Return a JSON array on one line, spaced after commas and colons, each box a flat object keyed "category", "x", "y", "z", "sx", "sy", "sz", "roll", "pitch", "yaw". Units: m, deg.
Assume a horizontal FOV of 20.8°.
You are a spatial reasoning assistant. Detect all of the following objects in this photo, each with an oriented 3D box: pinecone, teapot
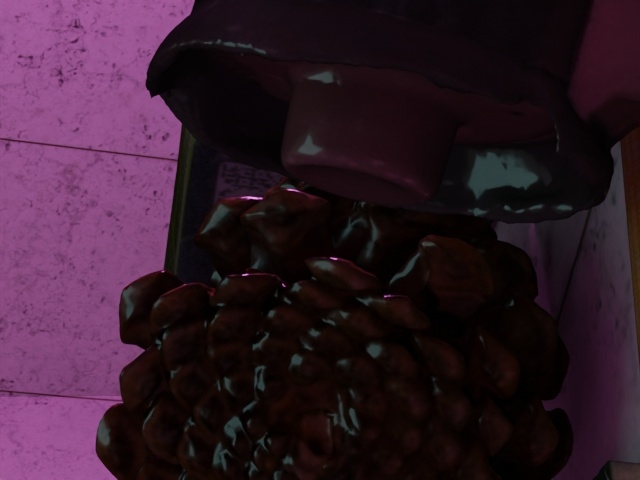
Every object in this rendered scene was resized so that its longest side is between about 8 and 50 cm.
[{"category": "pinecone", "x": 0.027, "y": 0.104, "z": 1.370, "sx": 0.384, "sy": 0.384, "sz": 0.384, "roll": 180, "pitch": 90, "yaw": -81}, {"category": "teapot", "x": 0.097, "y": -0.191, "z": 0.884, "sx": 0.305, "sy": 0.376, "sz": 0.362, "roll": 30, "pitch": -108, "yaw": -61}]

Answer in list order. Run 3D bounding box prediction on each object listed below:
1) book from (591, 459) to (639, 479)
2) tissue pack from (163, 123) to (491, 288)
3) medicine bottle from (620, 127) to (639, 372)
[{"category": "book", "x": 0.197, "y": 0.363, "z": 1.200, "sx": 0.260, "sy": 0.043, "sz": 0.371, "roll": 106, "pitch": 163, "yaw": -66}, {"category": "tissue pack", "x": 0.000, "y": 0.000, "z": 1.646, "sx": 0.394, "sy": 0.288, "sz": 0.124, "roll": 102, "pitch": 167, "yaw": -52}, {"category": "medicine bottle", "x": 0.211, "y": 0.075, "z": 0.915, "sx": 0.108, "sy": 0.108, "sz": 0.426, "roll": 117, "pitch": 152, "yaw": -69}]
